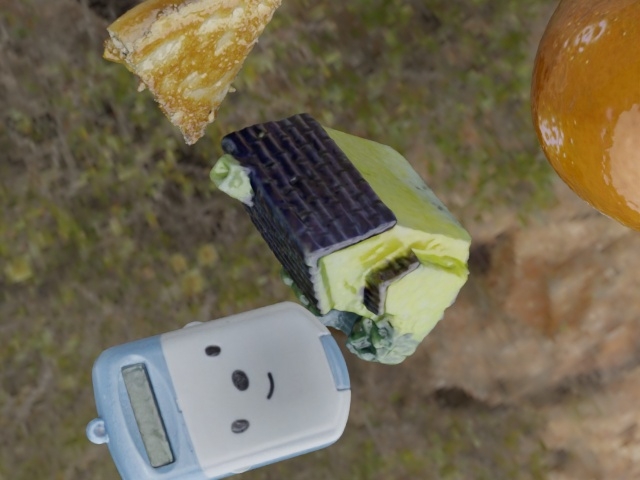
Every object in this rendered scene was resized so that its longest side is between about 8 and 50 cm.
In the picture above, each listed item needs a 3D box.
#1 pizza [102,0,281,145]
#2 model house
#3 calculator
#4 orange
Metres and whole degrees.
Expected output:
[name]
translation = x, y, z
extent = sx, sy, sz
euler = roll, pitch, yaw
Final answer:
[pizza]
translation = -0.121, -0.168, 1.583
extent = 0.188, 0.062, 0.199
euler = -22, 146, -28
[model house]
translation = 0.000, 0.000, 1.606
extent = 0.211, 0.194, 0.170
euler = 18, 118, -45
[calculator]
translation = -0.078, 0.120, 1.313
extent = 0.210, 0.121, 0.039
euler = -13, 164, -22
[orange]
translation = 0.233, -0.098, 0.984
extent = 0.240, 0.240, 0.171
euler = -37, 108, 10
